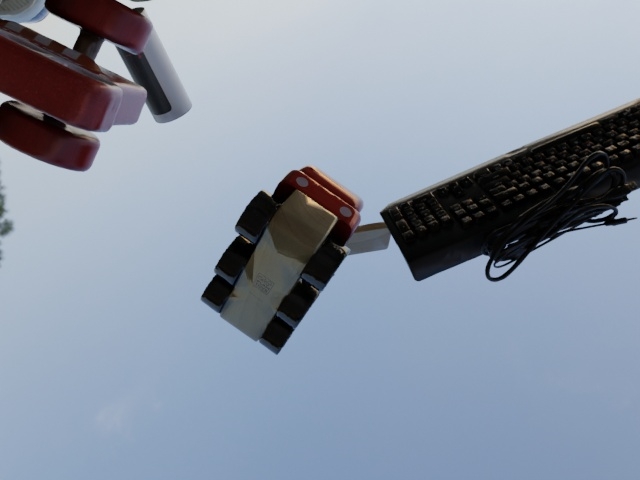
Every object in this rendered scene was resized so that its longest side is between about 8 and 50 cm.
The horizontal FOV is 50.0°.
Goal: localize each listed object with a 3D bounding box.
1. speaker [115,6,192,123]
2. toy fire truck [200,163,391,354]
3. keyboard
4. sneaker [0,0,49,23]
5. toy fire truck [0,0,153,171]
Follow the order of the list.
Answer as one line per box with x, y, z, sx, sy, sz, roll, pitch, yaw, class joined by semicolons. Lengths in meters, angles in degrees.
-0.214;-0.219;0.860;0.055;0.136;0.055;-15;-145;11;speaker
0.000;0.000;0.851;0.246;0.158;0.217;-53;176;-45;toy fire truck
0.131;-0.039;0.396;0.192;0.038;0.100;-24;-143;1;keyboard
-0.504;-0.435;0.932;0.131;0.350;0.148;-38;-169;0;sneaker
-0.298;-0.180;0.595;0.169;0.302;0.254;-63;-173;6;toy fire truck
